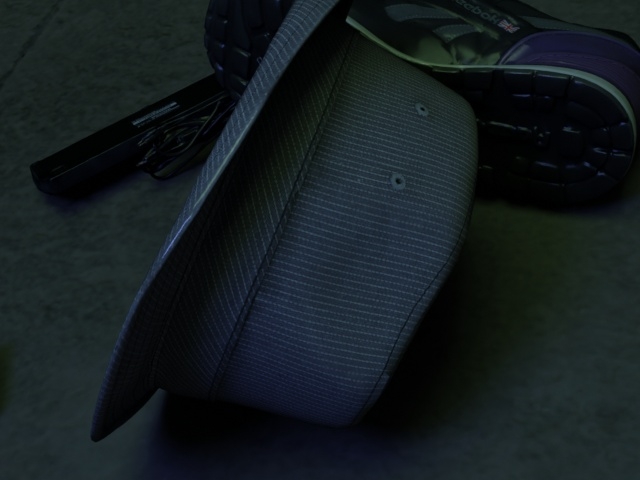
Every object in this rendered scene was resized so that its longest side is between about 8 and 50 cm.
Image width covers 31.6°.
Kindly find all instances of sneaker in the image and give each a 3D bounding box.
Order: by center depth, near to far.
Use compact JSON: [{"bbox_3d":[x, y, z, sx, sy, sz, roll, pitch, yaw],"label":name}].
[{"bbox_3d":[0.068,-0.110,0.721,0.283,0.107,0.124,19,40,16],"label":"sneaker"}]

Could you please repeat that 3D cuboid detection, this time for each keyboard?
[{"bbox_3d":[-0.106,-0.072,0.789,0.192,0.038,0.100,-29,22,-10],"label":"keyboard"}]

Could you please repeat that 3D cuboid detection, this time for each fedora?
[{"bbox_3d":[0.000,0.000,0.579,0.124,0.244,0.275,24,47,-1],"label":"fedora"}]
